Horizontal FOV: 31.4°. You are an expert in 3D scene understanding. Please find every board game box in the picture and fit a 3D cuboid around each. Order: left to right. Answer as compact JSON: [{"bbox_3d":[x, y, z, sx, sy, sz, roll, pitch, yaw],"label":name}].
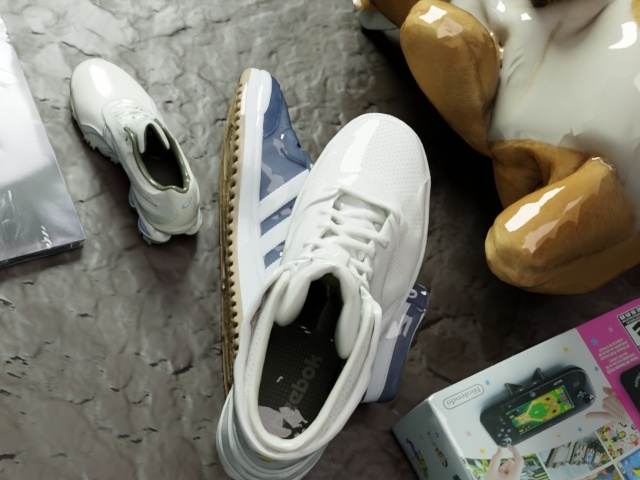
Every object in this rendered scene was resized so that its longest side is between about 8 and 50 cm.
[{"bbox_3d":[0.226,0.224,0.868,0.224,0.097,0.303,-21,74,-25],"label":"board game box"}]

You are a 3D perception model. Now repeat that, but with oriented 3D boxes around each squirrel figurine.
[{"bbox_3d":[0.198,-0.161,0.974,0.397,0.281,0.370,11,27,-52],"label":"squirrel figurine"}]

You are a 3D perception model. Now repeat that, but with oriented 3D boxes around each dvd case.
[{"bbox_3d":[-0.299,-0.074,0.893,0.164,0.018,0.221,-17,71,-23],"label":"dvd case"}]

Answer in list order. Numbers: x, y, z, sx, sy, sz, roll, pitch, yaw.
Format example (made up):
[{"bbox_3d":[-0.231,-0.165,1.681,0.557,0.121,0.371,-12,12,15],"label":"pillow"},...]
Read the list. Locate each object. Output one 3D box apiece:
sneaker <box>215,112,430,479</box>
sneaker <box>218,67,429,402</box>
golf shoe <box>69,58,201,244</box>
[{"bbox_3d":[0.019,0.022,0.759,0.108,0.169,0.292,21,71,-2],"label":"sneaker"},{"bbox_3d":[0.000,0.000,0.901,0.153,0.099,0.282,2,72,-11],"label":"sneaker"},{"bbox_3d":[-0.143,-0.087,0.910,0.069,0.086,0.176,-27,74,-24],"label":"golf shoe"}]
